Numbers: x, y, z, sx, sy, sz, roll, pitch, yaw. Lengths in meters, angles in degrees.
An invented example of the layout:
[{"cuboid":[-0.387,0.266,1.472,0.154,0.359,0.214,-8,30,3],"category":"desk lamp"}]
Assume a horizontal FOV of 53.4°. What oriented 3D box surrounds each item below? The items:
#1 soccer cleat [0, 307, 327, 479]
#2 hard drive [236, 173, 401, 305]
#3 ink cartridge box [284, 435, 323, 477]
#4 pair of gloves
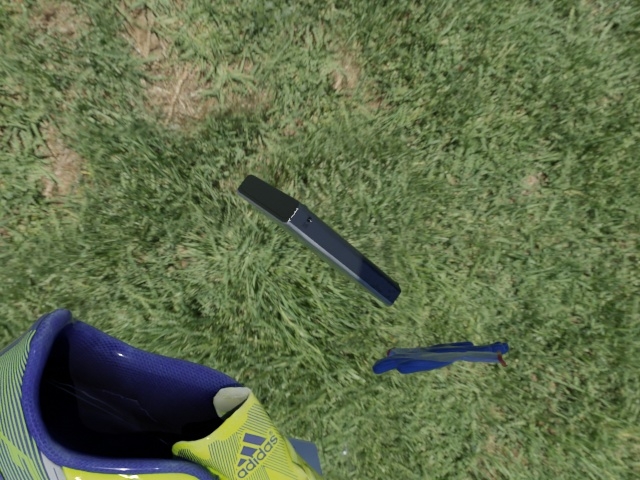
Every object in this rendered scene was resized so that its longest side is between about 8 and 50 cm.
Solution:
[{"cuboid":[-0.035,0.134,0.316,0.289,0.093,0.121,30,118,-10],"category":"soccer cleat"},{"cuboid":[0.000,0.000,0.533,0.135,0.094,0.022,38,86,-36],"category":"hard drive"},{"cuboid":[-0.170,0.265,0.589,0.223,0.129,0.308,-38,136,25],"category":"ink cartridge box"},{"cuboid":[0.154,0.146,0.797,0.160,0.198,0.023,-5,85,16],"category":"pair of gloves"}]
